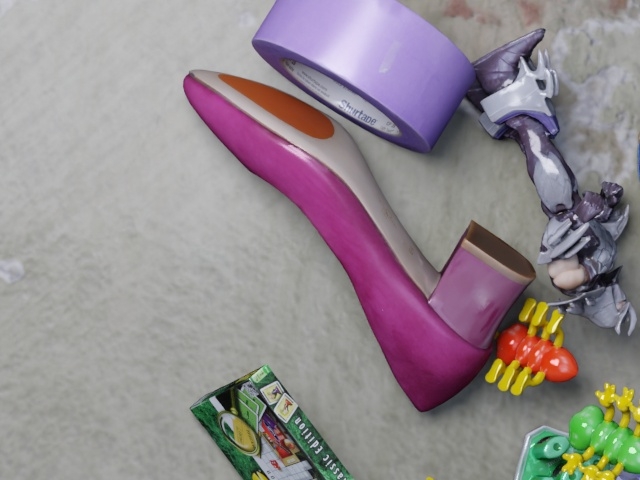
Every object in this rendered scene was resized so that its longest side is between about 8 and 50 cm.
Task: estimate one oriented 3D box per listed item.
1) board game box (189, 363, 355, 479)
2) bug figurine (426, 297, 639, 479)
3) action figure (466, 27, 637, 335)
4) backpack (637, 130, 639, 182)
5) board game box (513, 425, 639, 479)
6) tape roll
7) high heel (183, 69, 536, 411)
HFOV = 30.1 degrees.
[{"bbox_3d":[-0.008,0.236,1.084,0.030,0.136,0.259,-39,93,-32],"label":"board game box"},{"bbox_3d":[0.184,0.205,1.082,0.072,0.216,0.279,32,88,-46],"label":"bug figurine"},{"bbox_3d":[0.222,-0.042,1.089,0.099,0.185,0.285,-25,86,15],"label":"action figure"},{"bbox_3d":[0.367,-0.071,1.089,0.173,0.117,0.158,0,90,-5],"label":"backpack"},{"bbox_3d":[0.335,0.415,1.115,0.390,0.050,0.389,18,78,-4],"label":"board game box"},{"bbox_3d":[0.038,-0.159,1.058,0.189,0.189,0.080,32,88,-4],"label":"tape roll"},{"bbox_3d":[0.000,0.000,1.104,0.377,0.127,0.181,36,113,9],"label":"high heel"}]
